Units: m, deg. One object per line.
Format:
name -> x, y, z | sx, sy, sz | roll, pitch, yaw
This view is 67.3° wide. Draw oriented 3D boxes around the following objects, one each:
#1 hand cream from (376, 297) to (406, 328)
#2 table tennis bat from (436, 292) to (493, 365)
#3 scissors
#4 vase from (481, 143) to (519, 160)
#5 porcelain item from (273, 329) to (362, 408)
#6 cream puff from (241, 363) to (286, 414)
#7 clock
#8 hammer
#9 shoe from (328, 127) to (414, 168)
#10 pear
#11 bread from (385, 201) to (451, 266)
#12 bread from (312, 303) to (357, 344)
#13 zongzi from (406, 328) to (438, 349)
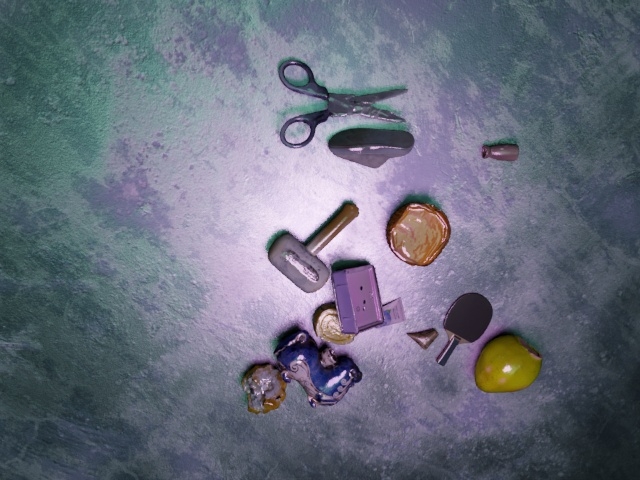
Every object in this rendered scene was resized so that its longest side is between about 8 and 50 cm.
hand cream -> 0.210, 0.246, 1.563 | 0.142, 0.053, 0.084 | -17, 104, -12
table tennis bat -> 0.473, 0.302, 1.616 | 0.154, 0.021, 0.274 | 29, 96, -11
scissors -> 0.069, -0.395, 1.384 | 0.383, 0.029, 0.256 | -3, 87, -7
vase -> 0.551, -0.272, 1.476 | 0.100, 0.053, 0.053 | 2, 103, -1
porcelain item -> -0.007, 0.400, 1.520 | 0.186, 0.138, 0.288 | -37, 107, 9
cream puff -> -0.182, 0.479, 1.543 | 0.121, 0.156, 0.156 | -15, 109, -46
clock -> 0.113, 0.178, 1.462 | 0.144, 0.073, 0.194 | -7, 85, -46
hammer -> 0.000, 0.000, 1.457 | 0.202, 0.113, 0.305 | 43, 90, -16
shoe -> 0.149, -0.267, 1.418 | 0.250, 0.103, 0.100 | -1, 139, 5
pear -> 0.607, 0.417, 1.583 | 0.187, 0.187, 0.220 | 30, 112, -12
bread -> 0.297, -0.022, 1.481 | 0.199, 0.104, 0.199 | -1, 99, -4
bread -> 0.052, 0.270, 1.540 | 0.156, 0.064, 0.118 | 24, 103, -12
zongzi -> 0.341, 0.310, 1.600 | 0.083, 0.040, 0.076 | 41, 89, 4
